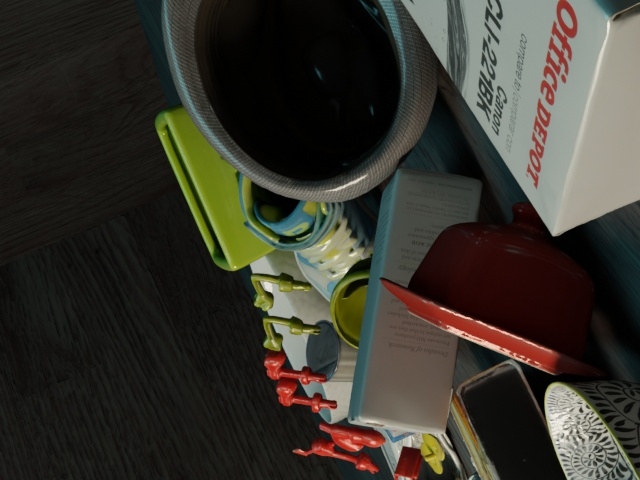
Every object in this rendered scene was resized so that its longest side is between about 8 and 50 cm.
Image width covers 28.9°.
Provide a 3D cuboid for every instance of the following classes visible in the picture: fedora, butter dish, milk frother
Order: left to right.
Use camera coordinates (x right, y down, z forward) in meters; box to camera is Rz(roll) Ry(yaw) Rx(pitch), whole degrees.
[{"bbox_3d":[-0.008,-0.176,1.150,0.275,0.243,0.124,60,-160,-4],"label":"fedora"},{"bbox_3d":[0.052,0.117,1.673,0.143,0.134,0.129,48,124,50],"label":"milk frother"},{"bbox_3d":[0.148,0.027,0.973,0.160,0.118,0.160,23,179,-12],"label":"butter dish"}]

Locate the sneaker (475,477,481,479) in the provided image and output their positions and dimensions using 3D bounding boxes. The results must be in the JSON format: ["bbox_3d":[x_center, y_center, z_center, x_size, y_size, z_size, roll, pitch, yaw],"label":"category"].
[{"bbox_3d":[0.220,0.352,1.509,0.092,0.087,0.229,51,171,37],"label":"sneaker"}]

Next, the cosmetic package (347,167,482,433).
[{"bbox_3d":[0.085,0.059,1.138,0.117,0.085,0.231,113,165,-81],"label":"cosmetic package"}]

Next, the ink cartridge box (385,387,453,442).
[{"bbox_3d":[0.125,0.215,1.658,0.122,0.088,0.052,84,161,-62],"label":"ink cartridge box"}]

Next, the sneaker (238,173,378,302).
[{"bbox_3d":[0.000,0.000,1.462,0.319,0.127,0.208,56,-166,-13],"label":"sneaker"}]

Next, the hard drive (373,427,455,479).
[{"bbox_3d":[0.177,0.405,1.941,0.339,0.064,0.237,66,172,-7],"label":"hard drive"}]

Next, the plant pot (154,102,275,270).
[{"bbox_3d":[-0.081,-0.102,1.664,0.228,0.207,0.227,-168,55,-80],"label":"plant pot"}]

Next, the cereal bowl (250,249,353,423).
[{"bbox_3d":[0.005,0.097,1.891,0.339,0.141,0.339,63,171,18],"label":"cereal bowl"}]

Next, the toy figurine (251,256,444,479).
[{"bbox_3d":[0.060,0.081,1.404,0.362,0.191,0.217,76,-152,-45],"label":"toy figurine"}]

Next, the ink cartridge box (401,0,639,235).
[{"bbox_3d":[0.113,-0.169,0.643,0.273,0.114,0.197,61,169,26],"label":"ink cartridge box"}]

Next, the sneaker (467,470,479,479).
[{"bbox_3d":[0.217,0.327,1.622,0.035,0.031,0.083,41,161,38],"label":"sneaker"}]

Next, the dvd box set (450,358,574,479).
[{"bbox_3d":[0.210,0.274,1.169,0.420,0.062,0.308,61,-175,-80],"label":"dvd box set"}]

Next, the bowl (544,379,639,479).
[{"bbox_3d":[0.237,0.163,0.887,0.170,0.080,0.170,157,90,-81],"label":"bowl"}]

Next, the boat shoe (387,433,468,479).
[{"bbox_3d":[0.164,0.357,1.767,0.096,0.098,0.277,-165,53,-80],"label":"boat shoe"}]
